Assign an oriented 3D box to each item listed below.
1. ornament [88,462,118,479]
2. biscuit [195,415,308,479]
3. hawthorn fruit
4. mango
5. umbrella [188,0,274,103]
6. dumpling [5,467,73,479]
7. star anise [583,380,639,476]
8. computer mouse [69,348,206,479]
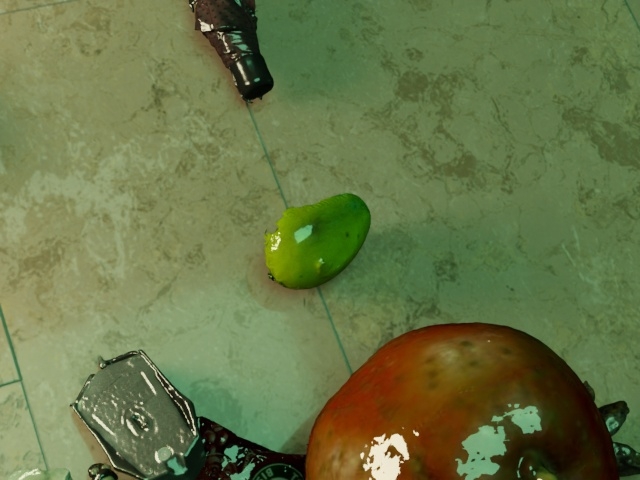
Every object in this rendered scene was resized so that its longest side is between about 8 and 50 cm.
[{"bbox_3d":[-0.245,0.369,1.386,0.088,0.081,0.203,-22,75,-22],"label":"ornament"},{"bbox_3d":[-0.093,0.320,1.456,0.235,0.063,0.151,17,69,-9],"label":"biscuit"},{"bbox_3d":[0.189,0.298,1.354,0.403,0.403,0.403,5,68,-13],"label":"hawthorn fruit"},{"bbox_3d":[0.001,0.001,1.576,0.178,0.119,0.100,-34,58,-23],"label":"mango"},{"bbox_3d":[-0.157,-0.357,1.694,0.094,0.090,0.326,-17,73,-24],"label":"umbrella"},{"bbox_3d":[-0.350,0.386,1.354,0.105,0.149,0.217,12,62,-47],"label":"dumpling"},{"bbox_3d":[0.370,0.306,1.577,0.212,0.073,0.197,-17,72,-18],"label":"star anise"},{"bbox_3d":[-0.228,0.235,1.439,0.126,0.071,0.231,-43,56,-11],"label":"computer mouse"}]
